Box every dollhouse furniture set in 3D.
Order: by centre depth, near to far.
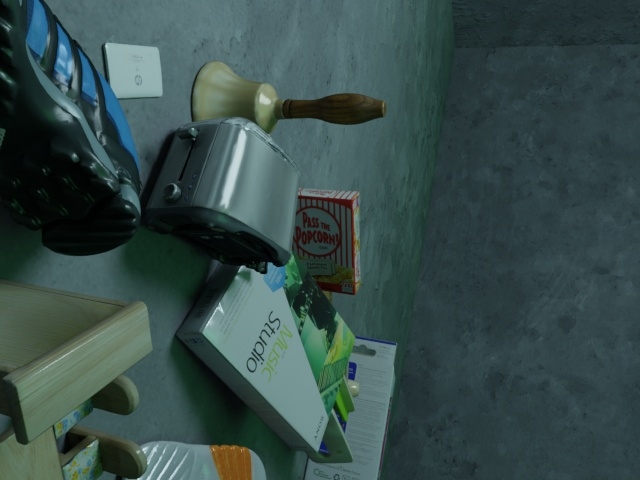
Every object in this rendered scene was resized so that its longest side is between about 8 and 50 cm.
[{"bbox_3d":[-0.218,0.166,0.378,0.212,0.160,0.242,-40,133,-62],"label":"dollhouse furniture set"}]

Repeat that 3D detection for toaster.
[{"bbox_3d":[-0.107,-0.055,0.644,0.227,0.129,0.147,35,60,-55],"label":"toaster"}]

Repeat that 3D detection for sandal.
[{"bbox_3d":[-0.175,0.330,0.693,0.265,0.076,0.102,40,41,-42],"label":"sandal"}]

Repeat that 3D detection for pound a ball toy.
[{"bbox_3d":[-0.005,0.333,1.076,0.319,0.135,0.208,73,17,-46],"label":"pound a ball toy"}]

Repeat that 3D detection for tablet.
[{"bbox_3d":[-0.200,-0.183,0.544,0.083,0.006,0.054,-38,131,-63],"label":"tablet"}]

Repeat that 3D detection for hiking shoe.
[{"bbox_3d":[-0.234,-0.132,0.374,0.132,0.113,0.304,-108,-179,-55],"label":"hiking shoe"}]

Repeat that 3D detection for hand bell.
[{"bbox_3d":[-0.032,-0.173,0.663,0.126,0.241,0.126,6,90,-71],"label":"hand bell"}]

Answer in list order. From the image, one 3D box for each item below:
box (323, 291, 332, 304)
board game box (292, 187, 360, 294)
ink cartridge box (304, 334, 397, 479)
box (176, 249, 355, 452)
[{"bbox_3d":[-0.008,0.192,1.161,0.164,0.021,0.201,-44,137,-59],"label":"box"},{"bbox_3d":[0.000,0.000,0.944,0.045,0.146,0.194,-48,139,-58],"label":"board game box"},{"bbox_3d":[0.083,0.430,1.259,0.069,0.175,0.371,43,56,-66],"label":"ink cartridge box"},{"bbox_3d":[-0.062,0.155,0.808,0.322,0.058,0.232,57,40,-33],"label":"box"}]
